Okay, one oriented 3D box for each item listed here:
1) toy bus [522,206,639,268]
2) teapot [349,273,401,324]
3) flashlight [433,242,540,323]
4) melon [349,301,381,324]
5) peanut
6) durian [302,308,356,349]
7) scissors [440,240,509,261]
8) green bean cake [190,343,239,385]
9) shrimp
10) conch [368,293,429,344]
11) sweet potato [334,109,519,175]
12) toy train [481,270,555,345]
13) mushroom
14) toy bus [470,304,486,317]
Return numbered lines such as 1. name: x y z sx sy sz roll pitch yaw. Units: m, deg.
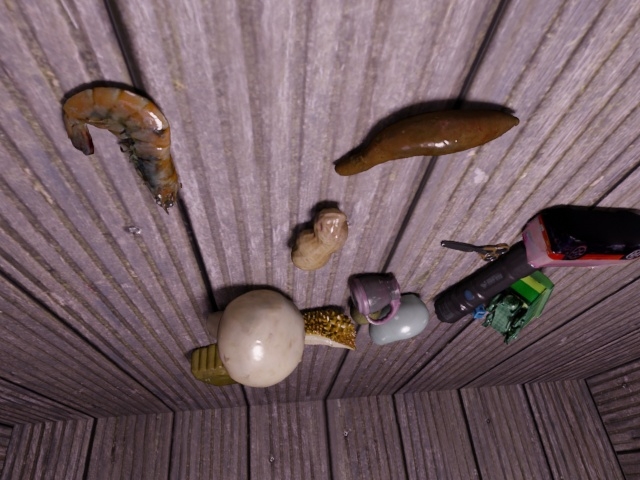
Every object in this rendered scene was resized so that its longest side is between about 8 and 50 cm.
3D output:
1. toy bus: 0.685 -0.003 1.098 0.303 0.127 0.147 1 154 -14
2. teapot: 0.175 0.170 1.283 0.146 0.148 0.116 -16 154 -8
3. flashlight: 0.515 0.145 1.332 0.103 0.103 0.424 8 146 -22
4. melon: 0.147 0.228 1.408 0.099 0.099 0.162 1 153 -12
5. peanut: 0.000 -0.001 1.016 0.104 0.085 0.228 21 140 -20
6. durian: 0.006 0.307 1.489 0.250 0.137 0.183 -3 -179 13
7. scissors: 0.430 0.024 1.200 0.220 0.017 0.088 9 146 -23
8. green bean cake: -0.396 0.521 1.779 0.233 0.124 0.236 -15 148 14
9. shrimp: -0.341 -0.145 0.752 0.169 0.058 0.296 5 144 -5
10. conch: 0.256 0.263 1.445 0.221 0.185 0.120 -26 102 10
11. sweet potato: 0.181 -0.178 0.761 0.347 0.079 0.108 -12 161 16
12. toy train: 0.649 0.220 1.408 0.202 0.120 0.300 -41 148 -7
13. mushroom: -0.225 0.297 1.328 0.336 0.314 0.314 -3 157 38
14. toy bus: 0.551 0.232 1.505 0.038 0.083 0.046 2 136 -13
